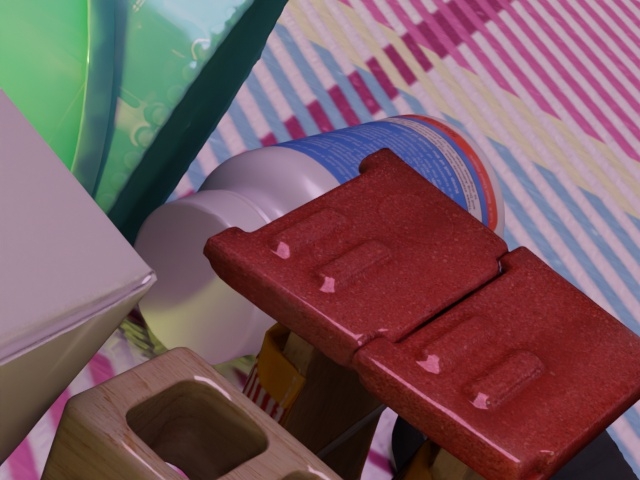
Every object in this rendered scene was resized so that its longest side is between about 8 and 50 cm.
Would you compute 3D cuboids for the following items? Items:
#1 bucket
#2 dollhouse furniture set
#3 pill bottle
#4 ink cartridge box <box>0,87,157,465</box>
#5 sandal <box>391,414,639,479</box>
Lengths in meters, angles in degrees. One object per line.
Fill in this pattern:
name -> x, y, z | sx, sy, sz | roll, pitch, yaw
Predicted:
bucket -> -0.145, -0.107, 0.849 | 0.183, 0.281, 0.281 | 33, 30, 0
dollhouse furniture set -> -0.054, 0.132, 0.566 | 0.152, 0.201, 0.374 | 37, 38, 22
pill bottle -> 0.000, 0.000, 0.918 | 0.124, 0.124, 0.221 | 39, 32, 25
ink cartridge box -> -0.232, 0.046, 0.493 | 0.198, 0.270, 0.197 | 50, 35, 9
sandal -> 0.162, 0.194, 0.737 | 0.168, 0.107, 0.445 | 3, 36, -31
